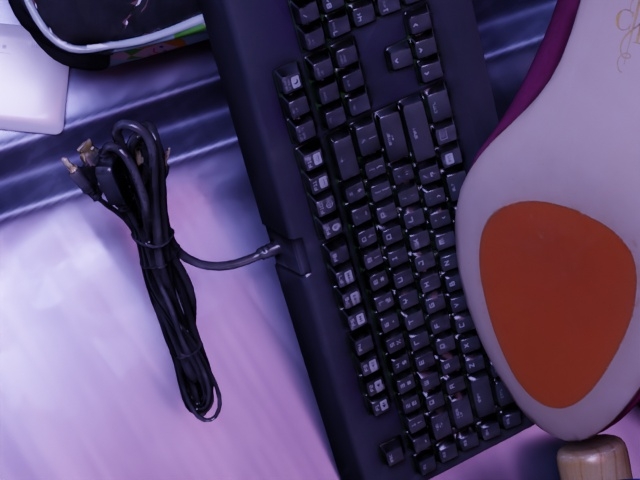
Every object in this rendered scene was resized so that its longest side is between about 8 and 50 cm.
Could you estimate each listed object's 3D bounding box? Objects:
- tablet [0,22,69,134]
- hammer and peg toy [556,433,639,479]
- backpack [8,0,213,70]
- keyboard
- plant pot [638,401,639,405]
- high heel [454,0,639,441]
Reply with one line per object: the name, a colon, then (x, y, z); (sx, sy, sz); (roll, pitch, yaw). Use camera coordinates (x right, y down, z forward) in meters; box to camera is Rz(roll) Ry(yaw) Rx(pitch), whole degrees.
tablet: (-0.170, -0.084, 1.013); (0.083, 0.006, 0.054); (5, 87, -8)
hammer and peg toy: (0.097, 0.196, 0.862); (0.266, 0.361, 0.127); (-14, 98, -10)
backpack: (-0.049, -0.212, 0.944); (0.254, 0.191, 0.225); (-22, 94, -2)
keyboard: (0.000, 0.000, 0.941); (0.202, 0.033, 0.317); (-22, 122, -10)
plant pot: (0.246, 0.010, 0.984); (0.201, 0.180, 0.201); (0, 87, -8)
high heel: (0.167, -0.086, 0.926); (0.127, 0.377, 0.181); (27, 39, 26)
